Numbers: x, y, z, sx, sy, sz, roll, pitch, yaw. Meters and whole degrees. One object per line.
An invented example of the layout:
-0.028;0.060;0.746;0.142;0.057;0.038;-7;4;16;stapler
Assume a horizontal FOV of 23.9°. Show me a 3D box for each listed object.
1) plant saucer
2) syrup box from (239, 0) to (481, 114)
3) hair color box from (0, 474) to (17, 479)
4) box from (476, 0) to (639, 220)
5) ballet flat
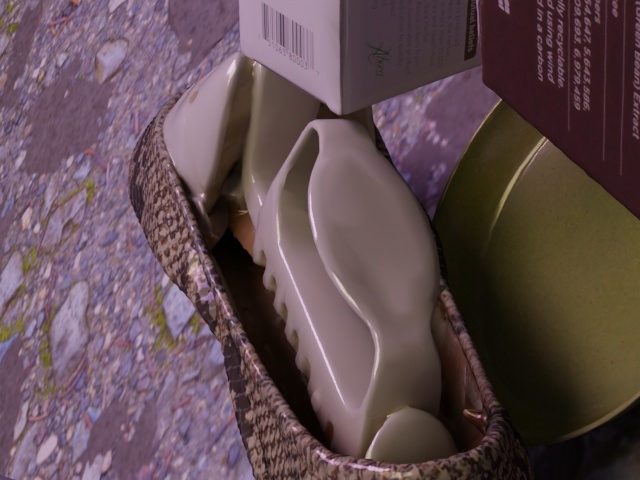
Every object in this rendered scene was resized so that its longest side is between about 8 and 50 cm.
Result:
0.143;-0.002;0.805;0.241;0.037;0.241;-36;42;41;plant saucer
0.079;-0.155;0.797;0.093;0.237;0.096;36;138;43;syrup box
-0.329;0.236;1.035;0.113;0.374;0.185;-42;39;34;hair color box
0.224;-0.050;0.492;0.381;0.191;0.143;-129;25;-49;box
0.000;0.000;0.814;0.483;0.164;0.182;-116;21;-50;ballet flat
